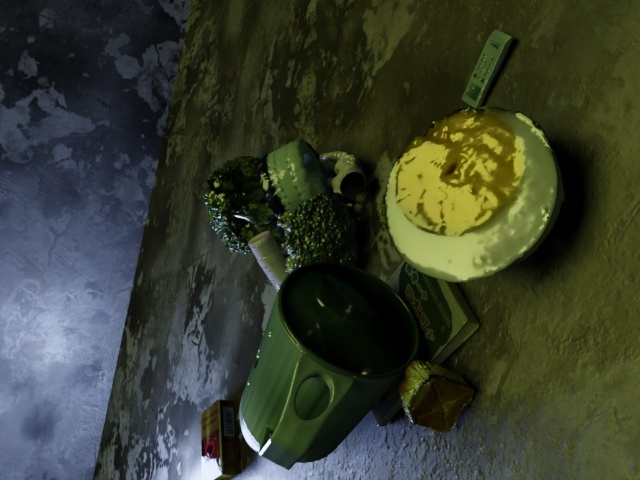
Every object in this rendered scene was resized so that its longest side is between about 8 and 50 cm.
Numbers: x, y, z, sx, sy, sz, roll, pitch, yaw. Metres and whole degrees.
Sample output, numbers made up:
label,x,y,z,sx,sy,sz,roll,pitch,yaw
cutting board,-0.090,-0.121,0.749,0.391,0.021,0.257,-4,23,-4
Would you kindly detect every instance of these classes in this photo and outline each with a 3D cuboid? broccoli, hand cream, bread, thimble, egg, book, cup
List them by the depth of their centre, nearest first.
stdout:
label,x,y,z,sx,sy,sz,roll,pitch,yaw
egg,0.302,-0.077,1.271,0.337,0.201,0.337,-4,82,33
bread,0.221,0.309,1.335,0.128,0.140,0.069,-65,25,12
cup,-0.026,0.284,1.457,0.310,0.401,0.392,46,131,24
book,0.185,0.207,1.523,0.371,0.043,0.260,-58,37,32
broccoli,0.000,0.000,1.768,0.247,0.263,0.243,-50,18,-15
hand cream,-0.088,0.121,1.841,0.111,0.070,0.312,-4,120,56
thimble,-0.065,-0.149,1.867,0.150,0.237,0.237,-20,57,17
broccoli,-0.221,-0.109,2.079,0.318,0.338,0.277,-3,107,37

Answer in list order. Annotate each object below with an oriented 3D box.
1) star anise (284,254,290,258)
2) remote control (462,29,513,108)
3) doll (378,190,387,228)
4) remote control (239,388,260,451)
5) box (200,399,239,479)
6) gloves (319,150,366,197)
label,x,y,z,sx,sy,sz,roll,pitch,yaw
star anise,-0.025,0.091,1.886,0.144,0.158,0.140,3,89,23
remote control,0.358,-0.364,1.447,0.162,0.029,0.061,-68,30,25
doll,0.160,-0.066,1.622,0.113,0.077,0.078,-49,51,41
remote control,-0.132,0.463,1.893,0.332,0.103,0.221,-44,51,44
box,-0.328,0.654,2.187,0.159,0.071,0.240,-41,46,43
gloves,0.057,-0.179,1.804,0.229,0.097,0.119,49,124,56
